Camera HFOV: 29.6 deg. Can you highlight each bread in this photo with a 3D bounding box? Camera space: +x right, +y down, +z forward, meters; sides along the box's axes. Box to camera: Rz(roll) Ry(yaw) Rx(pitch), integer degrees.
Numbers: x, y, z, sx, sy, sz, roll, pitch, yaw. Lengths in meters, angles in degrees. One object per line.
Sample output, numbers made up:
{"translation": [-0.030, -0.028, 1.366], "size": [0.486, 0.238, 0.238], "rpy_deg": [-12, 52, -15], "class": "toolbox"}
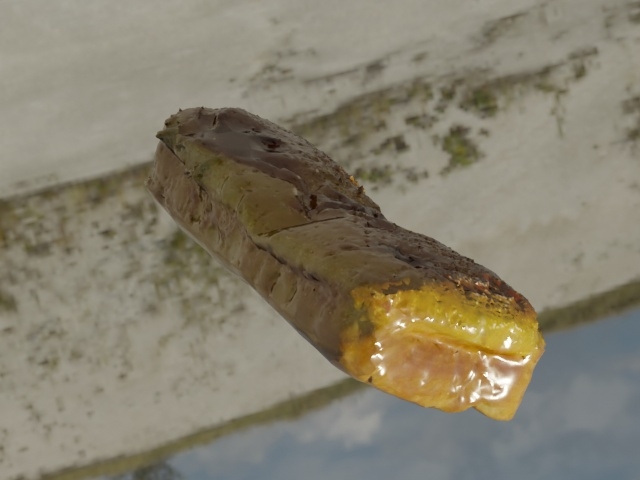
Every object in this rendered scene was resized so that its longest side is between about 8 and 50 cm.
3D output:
{"translation": [-0.001, 0.001, 0.656], "size": [0.139, 0.077, 0.271], "rpy_deg": [21, -168, -35], "class": "bread"}
